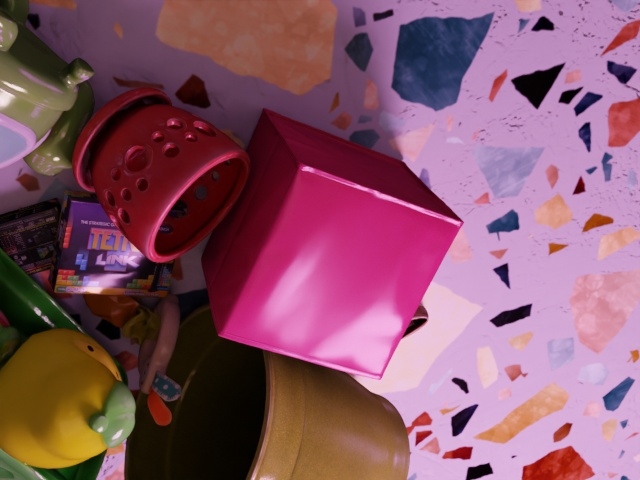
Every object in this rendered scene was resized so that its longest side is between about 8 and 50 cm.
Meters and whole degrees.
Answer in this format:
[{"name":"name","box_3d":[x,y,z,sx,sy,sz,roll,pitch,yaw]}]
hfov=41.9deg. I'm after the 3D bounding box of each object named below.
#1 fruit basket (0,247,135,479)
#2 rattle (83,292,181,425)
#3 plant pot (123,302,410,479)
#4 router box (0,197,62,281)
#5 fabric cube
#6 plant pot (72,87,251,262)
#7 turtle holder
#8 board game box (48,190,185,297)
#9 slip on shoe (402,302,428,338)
[{"name":"fruit basket","box_3d":[-0.384,0.184,1.126,0.392,0.283,0.392,4,134,4]},{"name":"rattle","box_3d":[-0.277,0.162,1.229,0.130,0.200,0.142,-31,130,34]},{"name":"plant pot","box_3d":[-0.057,0.320,1.310,0.353,0.366,0.366,23,109,-35]},{"name":"router box","box_3d":[-0.421,0.001,1.206,0.122,0.038,0.092,-17,119,-6]},{"name":"fabric cube","box_3d":[0.000,0.000,1.192,0.254,0.259,0.258,18,108,-21]},{"name":"plant pot","box_3d":[-0.215,-0.094,1.113,0.174,0.191,0.191,41,104,15]},{"name":"turtle holder","box_3d":[-0.426,-0.195,1.013,0.243,0.320,0.227,42,97,2]},{"name":"board game box","box_3d":[-0.294,0.008,1.210,0.170,0.048,0.141,5,111,-31]},{"name":"slip on shoe","box_3d":[0.123,0.154,1.422,0.135,0.041,0.051,-27,120,0]}]
